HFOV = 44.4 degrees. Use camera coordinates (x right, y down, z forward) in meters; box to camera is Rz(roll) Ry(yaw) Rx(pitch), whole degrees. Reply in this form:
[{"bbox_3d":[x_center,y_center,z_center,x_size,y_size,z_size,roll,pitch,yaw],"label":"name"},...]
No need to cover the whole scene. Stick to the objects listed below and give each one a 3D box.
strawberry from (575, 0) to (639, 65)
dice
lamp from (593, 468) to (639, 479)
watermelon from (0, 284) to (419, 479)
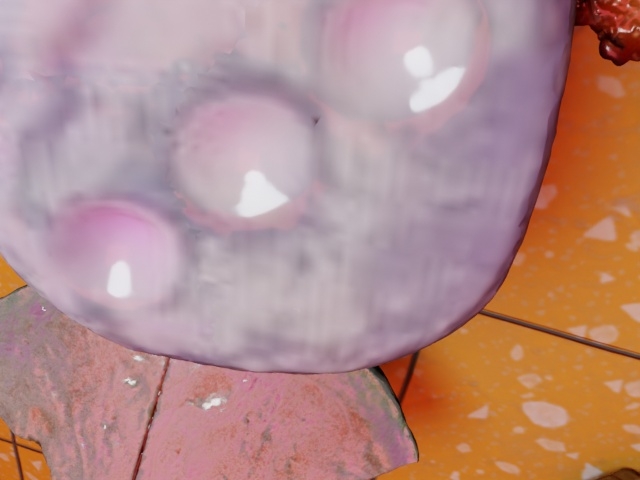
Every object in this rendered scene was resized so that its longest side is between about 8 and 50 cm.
[{"bbox_3d":[0.219,-0.173,0.462,0.145,0.086,0.145,8,129,10],"label":"strawberry"},{"bbox_3d":[-0.024,-0.106,0.449,0.270,0.270,0.271,6,124,-2],"label":"dice"},{"bbox_3d":[0.337,0.334,0.796,0.185,0.161,0.161,40,129,-14],"label":"lamp"},{"bbox_3d":[-0.109,0.123,0.761,0.319,0.222,0.292,-28,91,6],"label":"watermelon"}]
